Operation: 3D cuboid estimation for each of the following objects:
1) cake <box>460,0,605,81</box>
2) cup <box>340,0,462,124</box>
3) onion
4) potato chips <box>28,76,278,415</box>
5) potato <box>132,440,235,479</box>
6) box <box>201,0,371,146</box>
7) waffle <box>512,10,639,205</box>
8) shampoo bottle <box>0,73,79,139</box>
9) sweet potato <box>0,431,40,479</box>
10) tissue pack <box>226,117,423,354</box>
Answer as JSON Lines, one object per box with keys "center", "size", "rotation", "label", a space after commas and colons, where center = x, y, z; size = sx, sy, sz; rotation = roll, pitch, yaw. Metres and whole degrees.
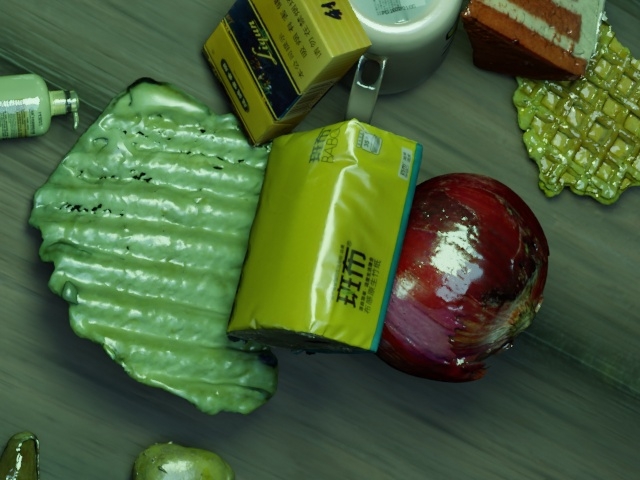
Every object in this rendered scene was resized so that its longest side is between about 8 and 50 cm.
{"center": [0.227, -0.315, 1.791], "size": [0.262, 0.159, 0.158], "rotation": [17, 82, -44], "label": "cake"}
{"center": [0.076, -0.270, 1.733], "size": [0.191, 0.200, 0.253], "rotation": [16, 82, 0], "label": "cup"}
{"center": [0.160, 0.043, 1.766], "size": [0.276, 0.276, 0.276], "rotation": [-1, 93, -15], "label": "onion"}
{"center": [-0.170, 0.007, 1.753], "size": [0.389, 0.097, 0.373], "rotation": [32, 67, -12], "label": "potato chips"}
{"center": [-0.175, 0.310, 1.787], "size": [0.137, 0.070, 0.092], "rotation": [15, 90, -16], "label": "potato"}
{"center": [-0.046, -0.236, 1.691], "size": [0.070, 0.237, 0.152], "rotation": [-21, 79, -35], "label": "box"}
{"center": [0.394, -0.190, 1.928], "size": [0.291, 0.051, 0.291], "rotation": [0, 92, -14], "label": "waffle"}
{"center": [-0.378, -0.164, 1.703], "size": [0.162, 0.079, 0.079], "rotation": [-8, 95, -15], "label": "shampoo bottle"}
{"center": [-0.385, 0.385, 1.737], "size": [0.112, 0.085, 0.286], "rotation": [3, 80, -49], "label": "sweet potato"}
{"center": [0.000, 0.000, 1.679], "size": [0.134, 0.192, 0.271], "rotation": [21, 73, -30], "label": "tissue pack"}
